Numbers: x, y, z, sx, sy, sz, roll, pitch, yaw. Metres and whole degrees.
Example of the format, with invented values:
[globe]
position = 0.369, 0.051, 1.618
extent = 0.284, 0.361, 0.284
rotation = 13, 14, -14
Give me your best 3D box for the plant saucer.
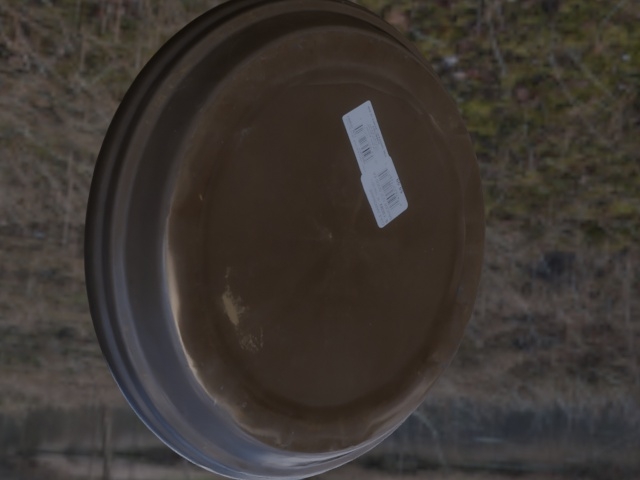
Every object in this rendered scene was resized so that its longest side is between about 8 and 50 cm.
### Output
[plant saucer]
position = 0.000, 0.000, 0.634
extent = 0.278, 0.278, 0.041
rotation = 14, 175, -40
